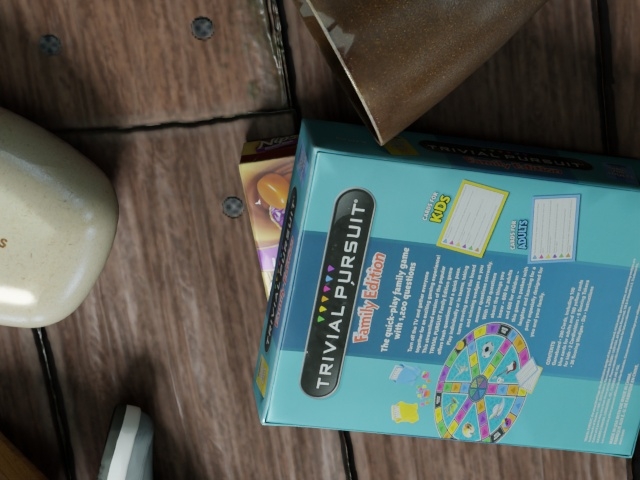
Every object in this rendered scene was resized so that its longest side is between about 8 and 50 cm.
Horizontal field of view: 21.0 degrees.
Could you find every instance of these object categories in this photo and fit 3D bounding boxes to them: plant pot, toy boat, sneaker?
[{"bbox_3d":[0.093,-0.223,1.336,0.230,0.215,0.215,-30,110,0],"label":"plant pot"},{"bbox_3d":[-0.341,0.018,1.507,0.267,0.148,0.318,27,106,-14],"label":"toy boat"},{"bbox_3d":[-0.130,0.298,1.619,0.178,0.124,0.296,6,112,-2],"label":"sneaker"}]

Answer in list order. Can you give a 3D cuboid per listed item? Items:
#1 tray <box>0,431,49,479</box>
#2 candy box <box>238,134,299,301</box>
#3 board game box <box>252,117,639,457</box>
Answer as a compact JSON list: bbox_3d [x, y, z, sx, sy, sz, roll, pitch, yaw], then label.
[{"bbox_3d":[-0.361,0.379,1.644,0.203,0.076,0.411,39,117,27],"label":"tray"},{"bbox_3d":[0.000,0.000,1.511,0.109,0.053,0.187,-9,115,6],"label":"candy box"},{"bbox_3d":[0.130,0.044,1.469,0.336,0.079,0.254,7,112,-11],"label":"board game box"}]
